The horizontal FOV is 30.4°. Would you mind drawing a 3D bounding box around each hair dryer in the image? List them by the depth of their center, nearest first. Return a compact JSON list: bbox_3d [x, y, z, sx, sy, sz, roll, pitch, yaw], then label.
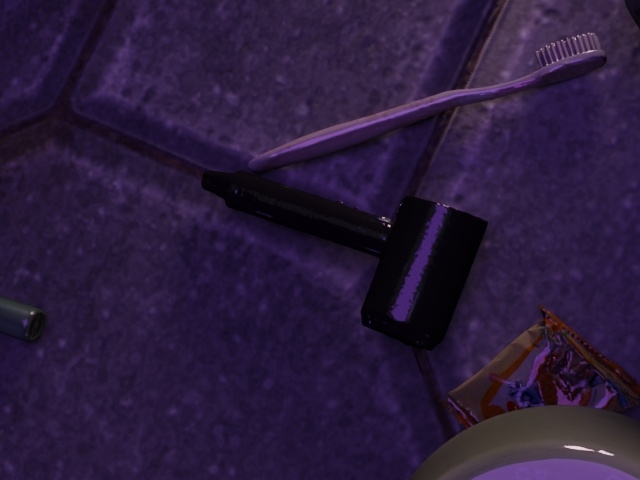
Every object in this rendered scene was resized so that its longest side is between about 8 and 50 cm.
[{"bbox_3d":[0.001,-0.002,0.949,0.248,0.070,0.114,18,83,20],"label":"hair dryer"}]

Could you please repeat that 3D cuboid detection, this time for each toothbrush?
[{"bbox_3d":[0.083,-0.111,0.971,0.307,0.025,0.029,-17,66,9],"label":"toothbrush"}]

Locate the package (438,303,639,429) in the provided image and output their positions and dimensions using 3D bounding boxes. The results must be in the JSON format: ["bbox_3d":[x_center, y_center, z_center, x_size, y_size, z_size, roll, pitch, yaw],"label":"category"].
[{"bbox_3d":[0.169,0.121,0.897,0.121,0.031,0.108,-44,72,2],"label":"package"}]

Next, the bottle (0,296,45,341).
[{"bbox_3d":[-0.281,0.062,1.017,0.083,0.030,0.030,16,82,17],"label":"bottle"}]

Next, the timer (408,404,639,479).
[{"bbox_3d":[0.146,0.252,0.712,0.291,0.315,0.291,-1,85,13],"label":"timer"}]

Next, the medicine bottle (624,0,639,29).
[{"bbox_3d":[0.325,-0.159,0.854,0.157,0.157,0.288,-28,73,6],"label":"medicine bottle"}]
